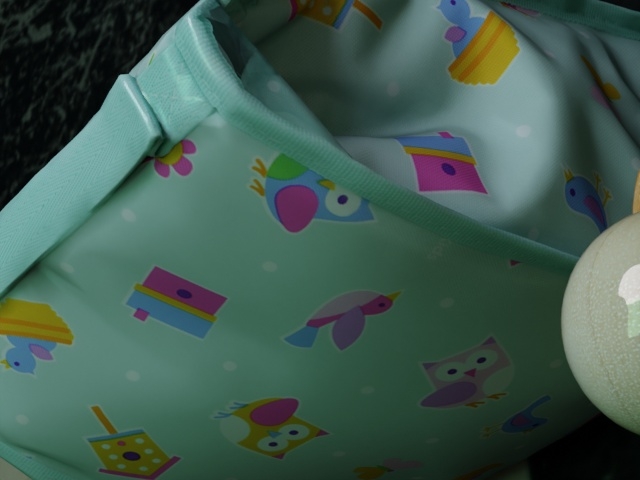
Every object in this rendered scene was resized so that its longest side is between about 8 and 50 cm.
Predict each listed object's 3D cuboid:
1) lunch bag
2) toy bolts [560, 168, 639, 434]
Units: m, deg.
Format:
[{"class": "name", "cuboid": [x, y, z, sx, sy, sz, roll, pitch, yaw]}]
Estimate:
[{"class": "lunch bag", "cuboid": [0.000, 0.000, 0.661, 0.223, 0.262, 0.160, -38, 54, 41]}, {"class": "toy bolts", "cuboid": [0.159, 0.079, 0.486, 0.228, 0.158, 0.218, 51, 153, 24]}]
